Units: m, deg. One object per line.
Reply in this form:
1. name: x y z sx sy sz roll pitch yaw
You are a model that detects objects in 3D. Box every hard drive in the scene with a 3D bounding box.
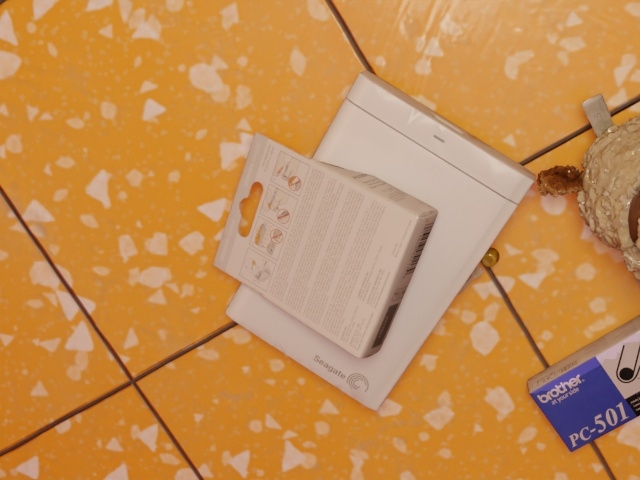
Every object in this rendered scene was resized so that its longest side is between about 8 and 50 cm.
1. hard drive: 0.061 0.009 1.040 0.233 0.047 0.353 32 112 4

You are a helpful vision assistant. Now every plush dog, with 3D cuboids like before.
1. plush dog: 0.363 -0.036 0.880 0.210 0.225 0.263 4 107 -15

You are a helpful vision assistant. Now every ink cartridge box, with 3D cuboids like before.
1. ink cartridge box: 0.000 0.000 1.014 0.232 0.066 0.189 32 113 28
2. ink cartridge box: 0.369 0.166 1.056 0.207 0.046 0.097 -35 97 17

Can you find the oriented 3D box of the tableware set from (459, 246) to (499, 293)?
1. tableware set: 0.152 -0.018 1.045 0.154 0.024 0.104 44 112 0
